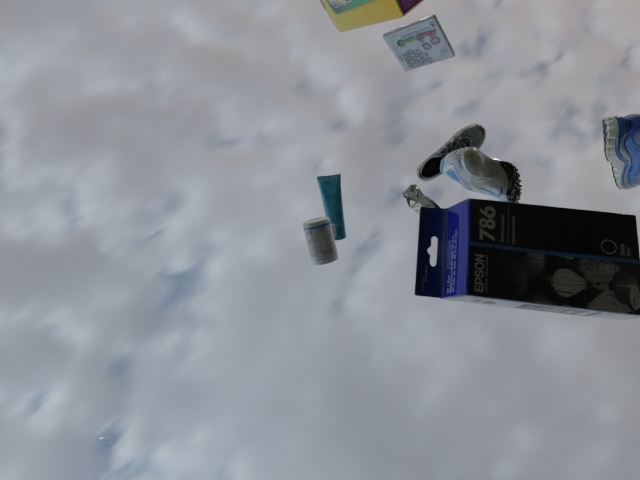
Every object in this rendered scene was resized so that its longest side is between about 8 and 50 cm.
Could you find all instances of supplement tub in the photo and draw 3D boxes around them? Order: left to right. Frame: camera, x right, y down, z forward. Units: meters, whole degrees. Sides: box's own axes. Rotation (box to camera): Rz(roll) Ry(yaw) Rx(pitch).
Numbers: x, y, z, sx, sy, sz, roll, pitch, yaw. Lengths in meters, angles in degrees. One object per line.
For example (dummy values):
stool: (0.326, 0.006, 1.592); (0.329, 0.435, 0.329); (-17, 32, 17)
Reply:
supplement tub: (0.000, 0.000, 1.037); (0.071, 0.071, 0.107); (-17, -78, -16)

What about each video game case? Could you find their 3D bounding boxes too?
video game case: (0.276, -0.548, 1.185); (0.143, 0.157, 0.019); (35, -117, -44)

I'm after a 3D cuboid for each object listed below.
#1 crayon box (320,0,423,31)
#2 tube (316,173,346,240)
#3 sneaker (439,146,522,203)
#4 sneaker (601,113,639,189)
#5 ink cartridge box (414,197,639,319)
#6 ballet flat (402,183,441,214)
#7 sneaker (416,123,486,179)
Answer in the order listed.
crayon box: (0.023, -0.558, 0.715); (0.106, 0.313, 0.363); (-39, -63, -1)
tube: (0.041, -0.104, 1.338); (0.080, 0.052, 0.207); (-6, -77, 16)
sneaker: (0.355, -0.138, 0.915); (0.237, 0.086, 0.085); (19, -99, -33)
sneaker: (0.804, -0.216, 1.040); (0.330, 0.147, 0.130); (16, -105, -47)
ink cartridge box: (0.326, 0.026, 0.678); (0.332, 0.065, 0.165); (5, -106, 5)
ballet flat: (0.324, -0.117, 1.361); (0.068, 0.213, 0.072); (-41, -62, 11)
sneaker: (0.463, -0.297, 1.497); (0.105, 0.281, 0.115); (48, -154, -1)
